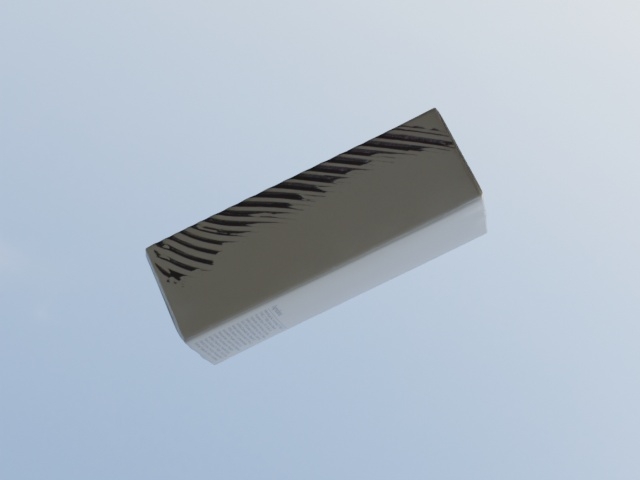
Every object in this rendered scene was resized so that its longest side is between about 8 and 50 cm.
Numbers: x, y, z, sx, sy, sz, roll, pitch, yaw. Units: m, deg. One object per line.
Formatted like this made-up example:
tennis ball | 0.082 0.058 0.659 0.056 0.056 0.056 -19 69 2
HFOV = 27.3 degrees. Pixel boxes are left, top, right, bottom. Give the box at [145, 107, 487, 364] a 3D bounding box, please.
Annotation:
box | 0.000 0.000 1.125 0.275 0.113 0.094 -26 -108 0
